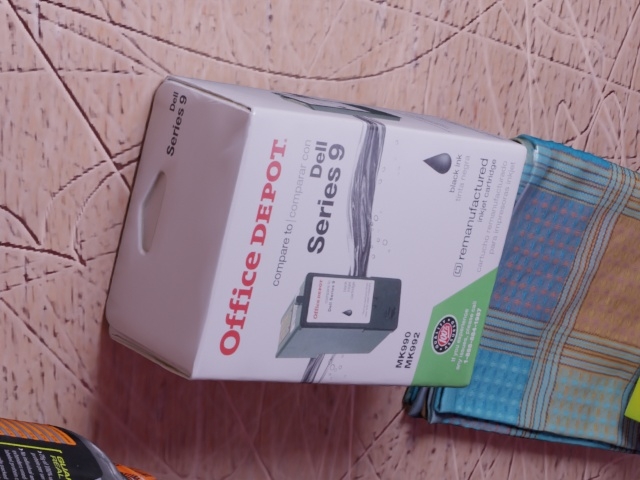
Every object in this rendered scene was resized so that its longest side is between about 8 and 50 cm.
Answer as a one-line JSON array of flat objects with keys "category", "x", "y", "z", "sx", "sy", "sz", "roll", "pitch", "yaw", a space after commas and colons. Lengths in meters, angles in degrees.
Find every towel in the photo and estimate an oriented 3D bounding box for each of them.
[{"category": "towel", "x": 0.255, "y": 0.063, "z": 1.736, "sx": 0.370, "sy": 0.040, "sz": 0.271, "roll": 14, "pitch": 97, "yaw": -43}]

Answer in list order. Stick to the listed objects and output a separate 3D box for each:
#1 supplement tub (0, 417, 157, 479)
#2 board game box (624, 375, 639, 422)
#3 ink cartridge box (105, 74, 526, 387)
[{"category": "supplement tub", "x": -0.266, "y": 0.214, "z": 1.236, "sx": 0.338, "sy": 0.207, "sz": 0.207, "roll": 15, "pitch": 96, "yaw": -42}, {"category": "board game box", "x": 0.368, "y": 0.101, "z": 1.799, "sx": 0.092, "sy": 0.043, "sz": 0.181, "roll": 20, "pitch": 93, "yaw": -45}, {"category": "ink cartridge box", "x": 0.000, "y": 0.000, "z": 1.438, "sx": 0.289, "sy": 0.121, "sz": 0.211, "roll": 4, "pitch": 103, "yaw": -41}]
